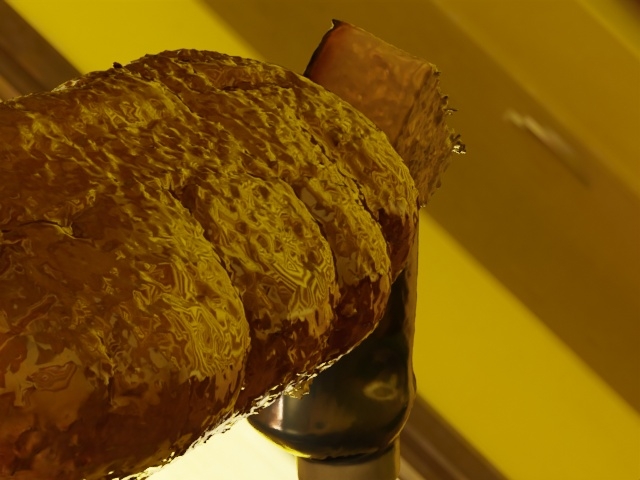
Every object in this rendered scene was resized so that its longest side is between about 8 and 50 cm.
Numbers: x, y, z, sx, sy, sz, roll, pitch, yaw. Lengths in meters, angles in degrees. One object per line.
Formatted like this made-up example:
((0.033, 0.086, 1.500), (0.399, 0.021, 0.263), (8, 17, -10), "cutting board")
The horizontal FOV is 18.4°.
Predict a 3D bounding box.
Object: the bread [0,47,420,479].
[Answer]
((-0.059, 0.014, 0.602), (0.084, 0.124, 0.344), (-53, 173, 23), "bread")

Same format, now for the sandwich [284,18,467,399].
((0.000, 0.000, 0.865), (0.162, 0.058, 0.193), (-62, 170, -2), "sandwich")

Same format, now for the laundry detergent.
((0.009, 0.050, 1.267), (0.143, 0.094, 0.289), (-34, 126, -46), "laundry detergent")
